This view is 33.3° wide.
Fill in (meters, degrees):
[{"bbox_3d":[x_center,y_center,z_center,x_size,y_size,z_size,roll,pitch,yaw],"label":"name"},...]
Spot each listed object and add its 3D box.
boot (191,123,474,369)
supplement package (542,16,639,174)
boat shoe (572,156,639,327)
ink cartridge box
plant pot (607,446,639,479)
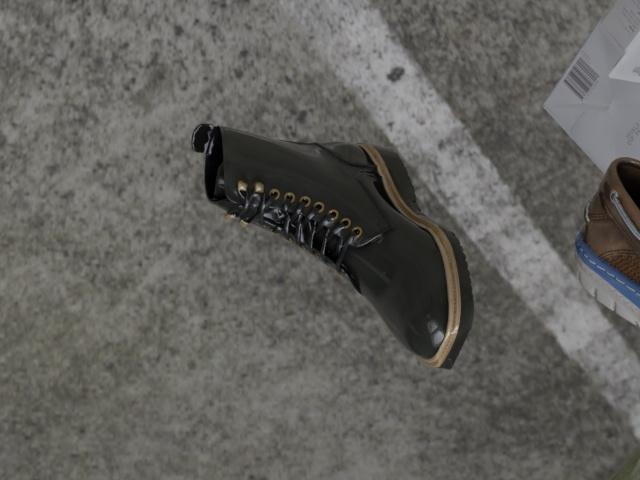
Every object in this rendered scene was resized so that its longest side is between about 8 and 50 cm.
[{"bbox_3d":[0.000,0.000,0.654,0.137,0.198,0.077,9,118,-25],"label":"boot"},{"bbox_3d":[0.503,-0.225,1.537,0.293,0.175,0.177,-20,152,-35],"label":"supplement package"},{"bbox_3d":[0.178,0.022,0.444,0.066,0.183,0.066,-25,129,-30],"label":"boat shoe"},{"bbox_3d":[0.400,-0.269,1.232,0.104,0.060,0.180,2,137,-33],"label":"ink cartridge box"},{"bbox_3d":[0.310,0.167,0.625,0.275,0.293,0.275,21,131,27],"label":"plant pot"}]
